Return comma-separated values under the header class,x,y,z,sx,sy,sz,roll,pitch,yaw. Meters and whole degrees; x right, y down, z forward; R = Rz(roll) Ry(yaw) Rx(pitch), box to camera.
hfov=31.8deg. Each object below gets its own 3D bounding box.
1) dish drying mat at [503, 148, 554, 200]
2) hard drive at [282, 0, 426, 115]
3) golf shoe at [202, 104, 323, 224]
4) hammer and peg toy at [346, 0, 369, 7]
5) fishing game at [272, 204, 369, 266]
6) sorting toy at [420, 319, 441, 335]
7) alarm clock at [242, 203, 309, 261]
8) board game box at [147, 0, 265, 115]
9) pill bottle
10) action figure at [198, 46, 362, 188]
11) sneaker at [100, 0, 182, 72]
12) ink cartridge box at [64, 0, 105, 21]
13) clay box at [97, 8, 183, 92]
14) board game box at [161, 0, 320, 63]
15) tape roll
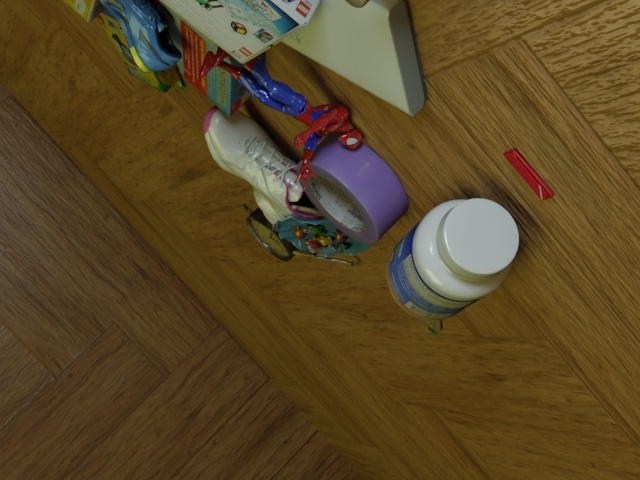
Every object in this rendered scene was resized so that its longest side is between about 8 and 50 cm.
class,x,y,z,sx,sy,sz,roll,pitch,yaw
dish drying mat,0.278,-0.088,1.505,0.083,0.008,0.032,48,163,-7
hard drive,0.008,-0.311,1.562,0.307,0.040,0.203,34,159,32
golf shoe,-0.094,-0.140,2.098,0.140,0.115,0.306,9,149,49
hammer and peg toy,-0.024,-0.431,1.202,0.361,0.127,0.266,40,162,4
fishing game,0.000,0.000,2.144,0.189,0.041,0.264,12,160,-1
sorting toy,0.210,0.156,2.199,0.062,0.012,0.083,31,155,25
alarm clock,-0.081,-0.011,2.405,0.192,0.064,0.129,35,160,38
board game box,-0.226,-0.390,1.844,0.302,0.086,0.308,42,162,9
pill bottle,0.201,0.025,1.696,0.152,0.152,0.272,44,162,3
action figure,-0.062,-0.185,1.753,0.280,0.139,0.091,24,161,-22
sneaker,-0.291,-0.371,1.808,0.082,0.069,0.209,-14,115,32
ink cartridge box,-0.488,-0.567,1.982,0.307,0.072,0.303,39,157,-5
clay box,-0.360,-0.382,2.224,0.127,0.053,0.222,32,157,39
board game box,-0.170,-0.370,1.508,0.305,0.053,0.193,37,155,-21
tape roll,0.053,-0.087,1.901,0.189,0.080,0.189,40,161,17
